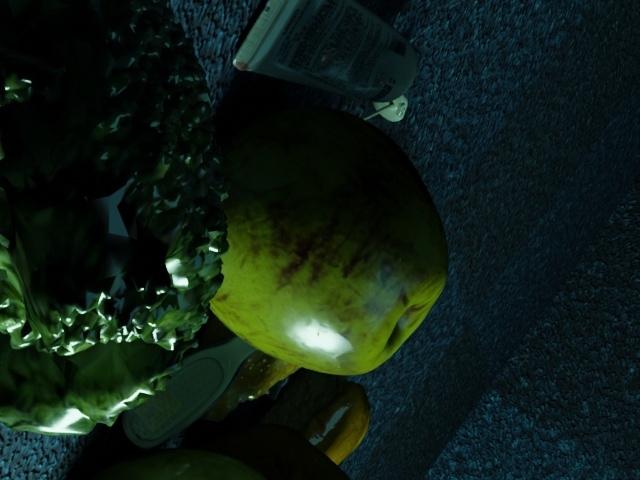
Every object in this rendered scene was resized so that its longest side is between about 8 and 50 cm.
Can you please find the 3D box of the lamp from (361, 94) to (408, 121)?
[{"bbox_3d":[0.018,-0.139,1.724,0.198,0.056,0.050,-26,149,-37],"label":"lamp"}]

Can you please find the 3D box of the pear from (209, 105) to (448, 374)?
[{"bbox_3d":[0.000,0.000,1.529,0.283,0.283,0.284,-48,160,-23],"label":"pear"}]

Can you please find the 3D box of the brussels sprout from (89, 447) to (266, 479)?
[{"bbox_3d":[-0.183,0.396,1.698,0.344,0.268,0.344,-42,-154,26],"label":"brussels sprout"}]

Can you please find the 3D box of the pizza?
[{"bbox_3d":[-0.042,0.107,1.855,0.287,0.075,0.280,-11,140,-46],"label":"pizza"}]

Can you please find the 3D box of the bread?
[{"bbox_3d":[-0.007,0.279,2.224,0.174,0.121,0.245,-52,166,-15],"label":"bread"}]

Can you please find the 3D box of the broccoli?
[{"bbox_3d":[-0.186,-0.039,0.980,0.317,0.277,0.338,15,152,-38],"label":"broccoli"}]

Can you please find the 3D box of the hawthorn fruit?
[{"bbox_3d":[-0.088,0.396,1.995,0.268,0.267,0.301,-48,173,-23],"label":"hawthorn fruit"}]

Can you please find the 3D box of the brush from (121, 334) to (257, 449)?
[{"bbox_3d":[-0.103,0.136,1.710,0.297,0.068,0.060,-38,170,9],"label":"brush"}]

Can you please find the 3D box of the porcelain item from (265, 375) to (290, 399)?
[{"bbox_3d":[-0.034,0.163,2.115,0.075,0.021,0.136,-32,151,-60],"label":"porcelain item"}]

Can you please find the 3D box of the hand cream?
[{"bbox_3d":[0.017,-0.206,1.561,0.124,0.077,0.340,-58,154,10],"label":"hand cream"}]
